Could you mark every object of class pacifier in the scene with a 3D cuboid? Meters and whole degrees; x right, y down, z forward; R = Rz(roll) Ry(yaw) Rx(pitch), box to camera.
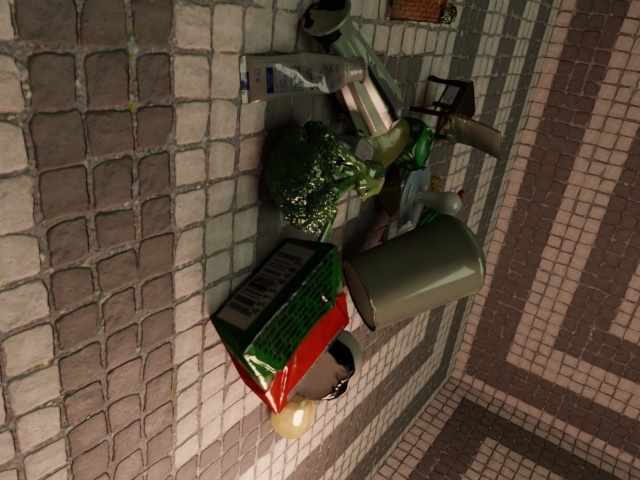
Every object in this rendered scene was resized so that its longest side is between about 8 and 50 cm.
[{"bbox_3d":[0.375,-0.157,1.732,0.299,0.233,0.244,-8,117,-64],"label":"pacifier"}]

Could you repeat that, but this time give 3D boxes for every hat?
[{"bbox_3d":[0.213,-0.154,1.664,0.146,0.067,0.146,-172,-90,-80],"label":"hat"}]

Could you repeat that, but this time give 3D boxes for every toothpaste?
[{"bbox_3d":[-0.036,-0.341,1.032,0.266,0.061,0.096,-11,124,-18],"label":"toothpaste"}]

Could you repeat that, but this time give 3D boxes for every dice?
[{"bbox_3d":[0.283,-0.310,1.608,0.128,0.120,0.131,-59,147,-12],"label":"dice"}]

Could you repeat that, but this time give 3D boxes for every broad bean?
[{"bbox_3d":[0.138,-0.254,1.433,0.263,0.121,0.189,-40,149,-15],"label":"broad bean"}]

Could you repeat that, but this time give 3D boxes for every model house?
[{"bbox_3d":[0.290,-0.676,1.335,0.183,0.166,0.172,-45,142,-54],"label":"model house"}]

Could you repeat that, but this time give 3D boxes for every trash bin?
[{"bbox_3d":[0.314,0.098,1.617,0.432,0.280,0.280,-21,136,-10],"label":"trash bin"}]

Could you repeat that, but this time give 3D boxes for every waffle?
[{"bbox_3d":[0.410,-0.165,1.967,0.197,0.070,0.193,-45,144,-34],"label":"waffle"}]

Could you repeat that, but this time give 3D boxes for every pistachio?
[{"bbox_3d":[-0.091,0.534,1.583,0.145,0.117,0.201,0,124,-18],"label":"pistachio"}]

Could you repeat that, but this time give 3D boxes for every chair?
[{"bbox_3d":[0.476,-0.408,1.652,0.186,0.319,0.160,-58,150,-17],"label":"chair"}]

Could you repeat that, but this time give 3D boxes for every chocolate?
[{"bbox_3d":[-0.092,0.213,1.302,0.360,0.161,0.341,-48,145,-30],"label":"chocolate"}]

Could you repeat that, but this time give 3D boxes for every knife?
[{"bbox_3d":[-0.001,0.000,1.457,0.054,0.015,0.212,29,85,-53],"label":"knife"}]

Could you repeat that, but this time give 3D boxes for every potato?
[{"bbox_3d":[0.504,-0.432,1.906,0.112,0.112,0.147,-40,134,-40],"label":"potato"}]

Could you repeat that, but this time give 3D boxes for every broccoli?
[{"bbox_3d":[0.008,-0.147,1.143,0.270,0.270,0.270,-1,120,-11],"label":"broccoli"}]

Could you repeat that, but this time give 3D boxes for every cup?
[{"bbox_3d":[0.048,-0.226,1.270,0.128,0.129,0.095,29,77,-57],"label":"cup"}]

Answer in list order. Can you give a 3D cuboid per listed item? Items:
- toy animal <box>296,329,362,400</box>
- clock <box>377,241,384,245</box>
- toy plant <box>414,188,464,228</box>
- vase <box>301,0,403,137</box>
[{"bbox_3d":[0.015,0.379,1.559,0.266,0.212,0.213,10,101,-76],"label":"toy animal"},{"bbox_3d":[0.315,0.141,1.929,0.309,0.166,0.235,7,103,-52],"label":"clock"},{"bbox_3d":[0.437,-0.093,1.871,0.088,0.154,0.240,29,94,-17],"label":"toy plant"},{"bbox_3d":[0.084,-0.399,1.190,0.165,0.165,0.360,-61,147,-12],"label":"vase"}]
